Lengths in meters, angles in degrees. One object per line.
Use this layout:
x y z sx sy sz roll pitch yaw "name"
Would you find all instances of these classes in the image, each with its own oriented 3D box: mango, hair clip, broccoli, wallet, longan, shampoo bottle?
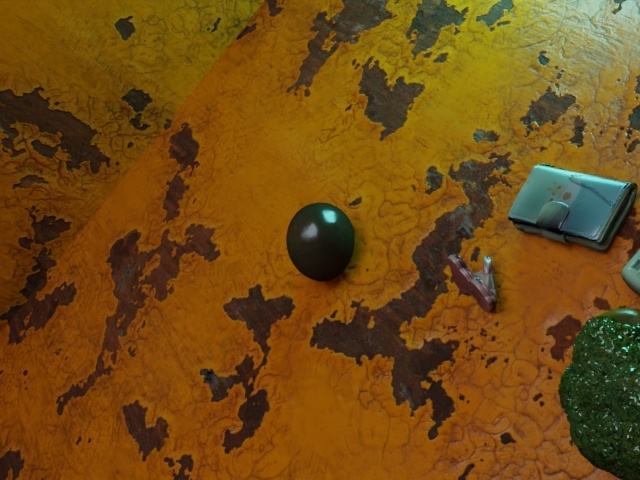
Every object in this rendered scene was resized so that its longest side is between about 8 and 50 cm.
0.612 0.188 1.627 0.161 0.076 0.103 -5 68 49 "mango"
0.357 0.105 1.879 0.102 0.123 0.138 -10 52 13 "hair clip"
0.588 0.294 1.396 0.310 0.413 0.321 5 73 -3 "broccoli"
0.568 -0.079 1.829 0.250 0.075 0.176 21 76 47 "wallet"
0.000 0.000 2.198 0.196 0.196 0.220 -15 59 35 "longan"
0.690 0.068 1.537 0.153 0.071 0.284 -47 11 9 "shampoo bottle"
